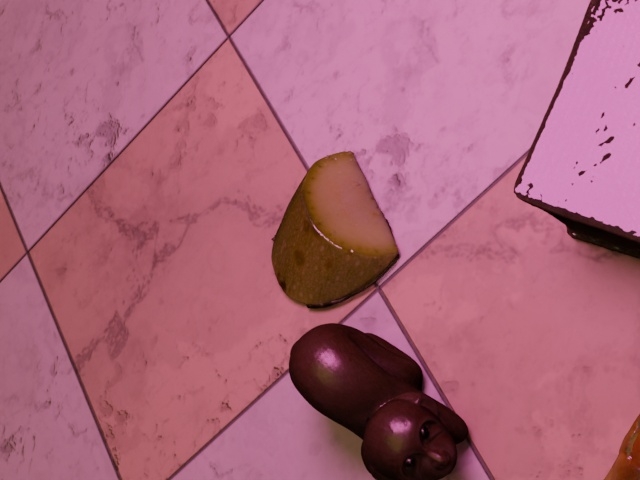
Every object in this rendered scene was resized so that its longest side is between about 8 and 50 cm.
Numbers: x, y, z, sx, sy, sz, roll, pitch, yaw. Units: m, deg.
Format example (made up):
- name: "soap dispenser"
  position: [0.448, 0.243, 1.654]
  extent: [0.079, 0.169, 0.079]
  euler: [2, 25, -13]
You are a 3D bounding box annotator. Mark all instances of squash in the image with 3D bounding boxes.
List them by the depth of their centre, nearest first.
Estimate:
- name: "squash"
  position: [-0.012, -0.008, 1.671]
  extent: [0.184, 0.085, 0.192]
  euler: [-39, 56, 22]

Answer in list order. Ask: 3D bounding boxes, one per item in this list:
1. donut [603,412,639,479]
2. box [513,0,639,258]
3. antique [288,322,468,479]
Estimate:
- name: "donut"
  position: [0.422, 0.279, 1.201]
  extent: [0.360, 0.170, 0.360]
  euler: [-13, 68, 34]
- name: "box"
  position: [0.353, -0.125, 1.384]
  extent: [0.184, 0.143, 0.273]
  euler: [21, 90, 40]
- name: "antique"
  position: [0.064, 0.195, 1.521]
  extent: [0.121, 0.143, 0.257]
  euler: [-50, 55, 13]
